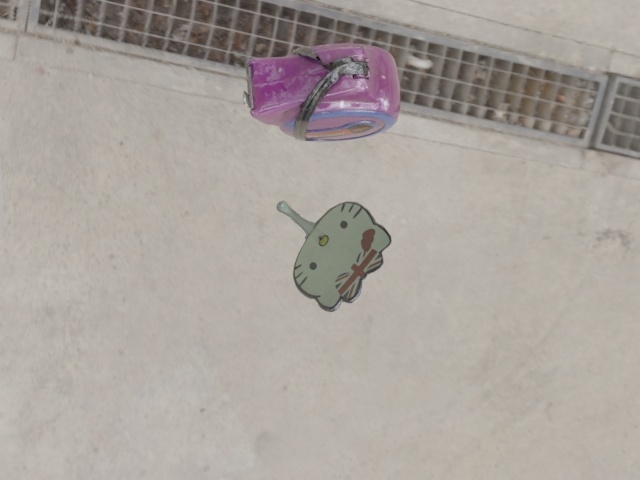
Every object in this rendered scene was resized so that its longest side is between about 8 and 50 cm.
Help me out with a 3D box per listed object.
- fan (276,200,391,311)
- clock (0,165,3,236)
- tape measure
[{"bbox_3d":[0.000,0.000,0.442,0.056,0.083,0.004,-54,139,2],"label":"fan"},{"bbox_3d":[-0.219,-0.015,0.249,0.231,0.083,0.230,0,88,-17],"label":"clock"},{"bbox_3d":[0.008,-0.131,0.734,0.118,0.125,0.074,-6,84,19],"label":"tape measure"}]
